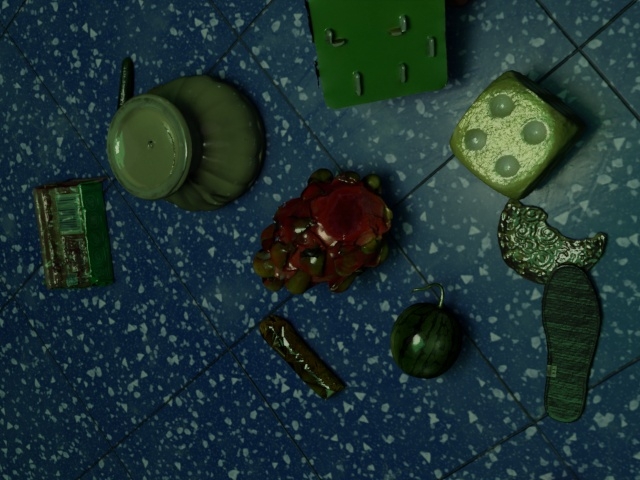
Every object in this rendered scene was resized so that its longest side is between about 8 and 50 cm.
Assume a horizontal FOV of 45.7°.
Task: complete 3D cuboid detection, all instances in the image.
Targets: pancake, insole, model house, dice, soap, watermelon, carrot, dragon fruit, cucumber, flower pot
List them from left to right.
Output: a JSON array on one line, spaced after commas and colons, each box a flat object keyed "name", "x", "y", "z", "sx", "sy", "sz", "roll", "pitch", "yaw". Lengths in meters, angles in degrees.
[{"name": "soap", "x": -0.608, "y": -0.016, "z": 1.879, "sx": 0.217, "sy": 0.098, "sz": 0.274, "roll": -2, "pitch": 98, "yaw": 27}, {"name": "cucumber", "x": -0.459, "y": -0.336, "z": 1.782, "sx": 0.033, "sy": 0.036, "sz": 0.184, "roll": 13, "pitch": 104, "yaw": 17}, {"name": "flower pot", "x": -0.295, "y": -0.204, "z": 1.606, "sx": 0.307, "sy": 0.244, "sz": 0.308, "roll": 4, "pitch": 100, "yaw": 26}, {"name": "carrot", "x": -0.043, "y": 0.257, "z": 1.660, "sx": 0.229, "sy": 0.069, "sz": 0.069, "roll": 45, "pitch": 115, "yaw": 12}, {"name": "dragon fruit", "x": -0.003, "y": -0.010, "z": 1.509, "sx": 0.307, "sy": 0.243, "sz": 0.228, "roll": -8, "pitch": 56, "yaw": 10}, {"name": "model house", "x": 0.086, "y": -0.455, "z": 1.387, "sx": 0.242, "sy": 0.313, "sz": 0.358, "roll": -11, "pitch": 126, "yaw": 2}, {"name": "watermelon", "x": 0.210, "y": 0.176, "z": 1.474, "sx": 0.140, "sy": 0.140, "sz": 0.187, "roll": 24, "pitch": 105, "yaw": 21}, {"name": "dice", "x": 0.343, "y": -0.184, "z": 1.325, "sx": 0.166, "sy": 0.169, "sz": 0.169, "roll": 43, "pitch": 115, "yaw": 13}, {"name": "pancake", "x": 0.418, "y": -0.007, "z": 1.404, "sx": 0.184, "sy": 0.020, "sz": 0.191, "roll": -33, "pitch": 84, "yaw": 28}, {"name": "insole", "x": 0.459, "y": 0.194, "z": 1.413, "sx": 0.110, "sy": 0.012, "sz": 0.310, "roll": 7, "pitch": 105, "yaw": 21}]

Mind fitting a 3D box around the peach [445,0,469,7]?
[{"name": "peach", "x": 0.240, "y": -0.497, "z": 1.336, "sx": 0.152, "sy": 0.152, "sz": 0.152, "roll": 5, "pitch": 101, "yaw": 26}]
